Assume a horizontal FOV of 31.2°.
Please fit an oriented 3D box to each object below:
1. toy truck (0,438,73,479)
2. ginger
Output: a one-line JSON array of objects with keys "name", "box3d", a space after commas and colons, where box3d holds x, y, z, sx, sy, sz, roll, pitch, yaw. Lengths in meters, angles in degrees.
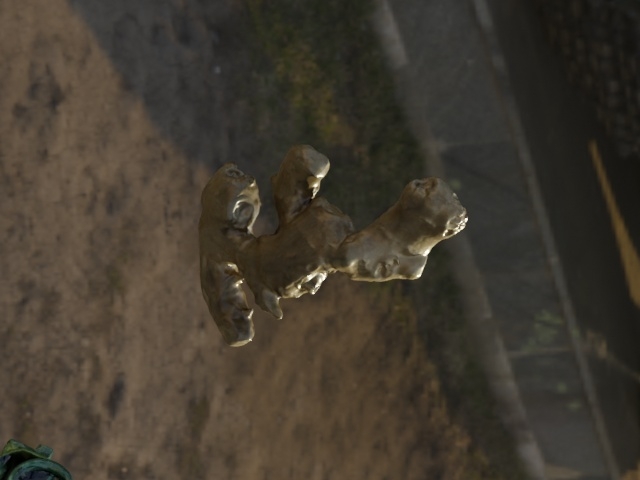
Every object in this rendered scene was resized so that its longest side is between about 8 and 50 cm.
[{"name": "toy truck", "box3d": [-0.255, 0.232, 0.696, 0.259, 0.135, 0.128, -60, 176, -48]}, {"name": "ginger", "box3d": [-0.008, -0.014, 0.936, 0.065, 0.259, 0.149, -27, 95, -59]}]
